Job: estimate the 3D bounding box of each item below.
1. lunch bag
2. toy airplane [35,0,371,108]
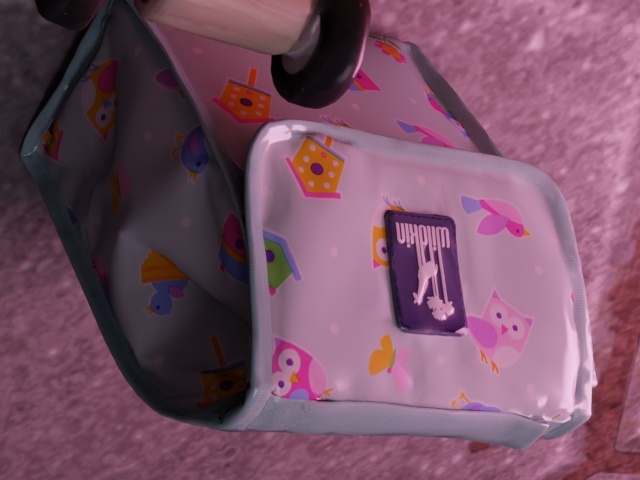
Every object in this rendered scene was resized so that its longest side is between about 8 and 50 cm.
[{"bbox_3d":[0.000,0.000,0.934,0.223,0.262,0.160,8,124,-38],"label":"lunch bag"},{"bbox_3d":[0.035,-0.254,0.703,0.384,0.272,0.386,-6,152,10],"label":"toy airplane"}]
